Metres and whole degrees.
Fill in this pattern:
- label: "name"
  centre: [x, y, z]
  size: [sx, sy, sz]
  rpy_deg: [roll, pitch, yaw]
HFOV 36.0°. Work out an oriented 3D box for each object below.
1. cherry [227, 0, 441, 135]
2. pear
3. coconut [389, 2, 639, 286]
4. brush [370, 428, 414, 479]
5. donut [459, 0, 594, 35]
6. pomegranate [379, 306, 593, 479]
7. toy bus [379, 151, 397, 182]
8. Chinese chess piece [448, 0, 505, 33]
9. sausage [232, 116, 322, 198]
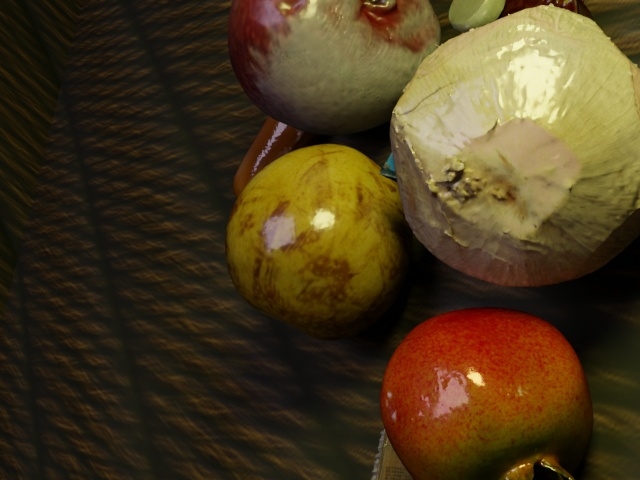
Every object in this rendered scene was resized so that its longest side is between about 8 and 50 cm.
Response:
- label: "cherry"
  centre: [0.020, -0.306, 1.530]
  size: [0.335, 0.327, 0.291]
  rpy_deg: [98, -179, -66]
- label: "pear"
  centre: [0.000, 0.000, 1.388]
  size: [0.281, 0.281, 0.280]
  rpy_deg: [-36, 42, 41]
- label: "coconut"
  centre: [0.217, -0.093, 1.035]
  size: [0.297, 0.297, 0.254]
  rpy_deg: [-59, -5, 12]
- label: "brush"
  centre: [0.079, 0.374, 1.211]
  size: [0.065, 0.070, 0.327]
  rpy_deg: [142, 141, -67]
- label: "donut"
  centre: [0.264, -0.241, 1.306]
  size: [0.235, 0.089, 0.235]
  rpy_deg: [-35, 44, 41]
- label: "pomegranate"
  centre: [0.178, 0.190, 1.027]
  size: [0.221, 0.221, 0.256]
  rpy_deg: [-51, 36, 24]
- label: "toy bus"
  centre: [0.176, -0.078, 1.240]
  size: [0.090, 0.185, 0.106]
  rpy_deg: [24, 88, 59]
- label: "Chinese chess piece"
  centre: [0.211, -0.315, 1.324]
  size: [0.084, 0.034, 0.084]
  rpy_deg: [-37, 38, 36]
- label: "sausage"
  centre: [-0.065, -0.173, 1.759]
  size: [0.274, 0.105, 0.105]
  rpy_deg: [-55, 32, 18]
